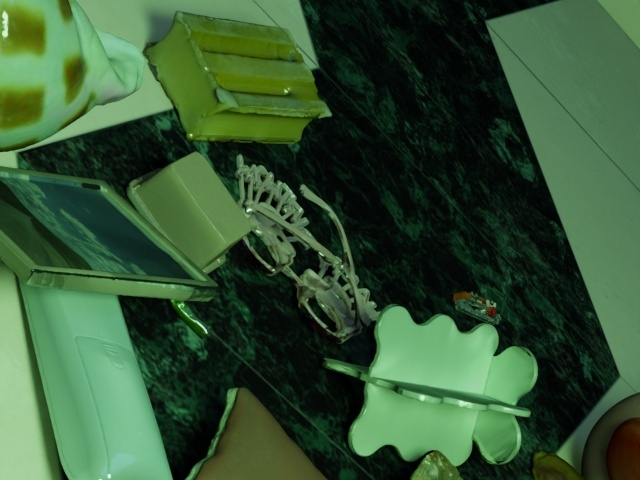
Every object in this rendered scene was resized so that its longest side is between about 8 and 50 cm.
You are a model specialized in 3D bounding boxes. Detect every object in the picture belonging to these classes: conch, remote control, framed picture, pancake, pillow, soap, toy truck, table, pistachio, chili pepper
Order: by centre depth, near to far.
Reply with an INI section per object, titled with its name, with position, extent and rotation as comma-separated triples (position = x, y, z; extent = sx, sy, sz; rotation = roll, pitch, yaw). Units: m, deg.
[conch]
position = -0.329, -0.195, 1.457
extent = 0.368, 0.197, 0.249
rotation = 42, -7, -23
[remote control]
position = -0.194, 0.104, 1.462
extent = 0.103, 0.051, 0.293
rotation = 20, 34, -41
[framed picture]
position = -0.228, -0.008, 1.525
extent = 0.189, 0.023, 0.260
rotation = 40, 18, 30
[pillow]
position = -0.051, 0.237, 1.536
extent = 0.171, 0.075, 0.179
rotation = 48, 27, -14
[chili pepper]
position = -0.136, 0.061, 1.672
extent = 0.027, 0.022, 0.083
rotation = -34, 89, -31
[pancake]
position = 0.127, 0.293, 1.784
extent = 0.139, 0.022, 0.140
rotation = 18, 67, -53
[table]
position = 0.115, 0.160, 1.837
extent = 0.198, 0.166, 0.167
rotation = 13, 47, -44
[soap]
position = -0.096, -0.185, 1.974
extent = 0.233, 0.076, 0.135
rotation = -1, 60, -59
[pistachio]
position = 0.311, 0.324, 2.079
extent = 0.089, 0.049, 0.173
rotation = 34, 33, -39
[toy truck]
position = 0.206, 0.087, 2.214
extent = 0.083, 0.024, 0.032
rotation = 22, 62, -45

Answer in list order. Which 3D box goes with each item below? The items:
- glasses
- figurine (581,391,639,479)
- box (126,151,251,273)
[glasses]
position = -0.004, 0.001, 1.888
extent = 0.255, 0.095, 0.162
rotation = 52, 17, -11
[figurine]
position = 0.424, 0.296, 2.127
extent = 0.261, 0.211, 0.270
rotation = -21, 118, -37
[box]
position = -0.132, -0.030, 1.738
extent = 0.122, 0.062, 0.089
rotation = 54, 26, 0
